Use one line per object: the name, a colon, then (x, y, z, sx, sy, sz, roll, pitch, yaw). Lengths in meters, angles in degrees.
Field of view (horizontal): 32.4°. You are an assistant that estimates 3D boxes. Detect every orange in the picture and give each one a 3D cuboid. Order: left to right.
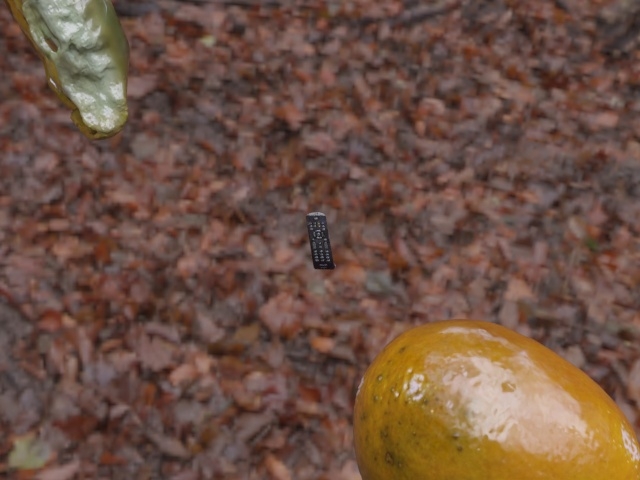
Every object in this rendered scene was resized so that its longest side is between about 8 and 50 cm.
orange: (0.132, 0.172, 0.868, 0.240, 0.240, 0.171, 24, 65, 26)

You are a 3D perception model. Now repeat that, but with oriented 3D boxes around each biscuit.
biscuit: (-0.278, -0.265, 1.033, 0.078, 0.335, 0.329, -30, 52, -13)

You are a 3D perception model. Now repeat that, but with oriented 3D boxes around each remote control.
remote control: (0.000, 0.000, 1.512, 0.034, 0.091, 0.016, 1, 35, 15)
